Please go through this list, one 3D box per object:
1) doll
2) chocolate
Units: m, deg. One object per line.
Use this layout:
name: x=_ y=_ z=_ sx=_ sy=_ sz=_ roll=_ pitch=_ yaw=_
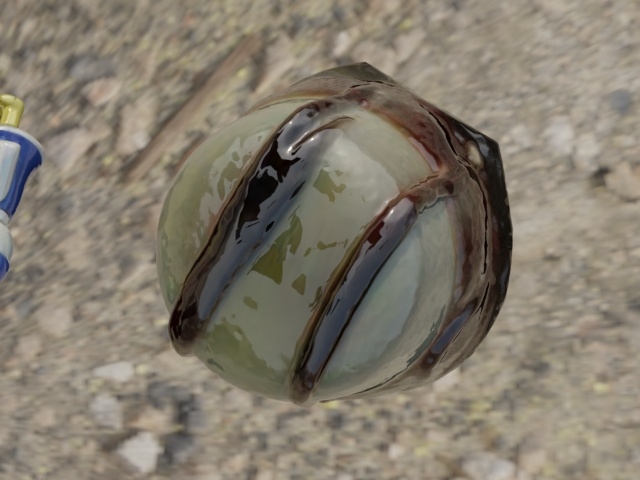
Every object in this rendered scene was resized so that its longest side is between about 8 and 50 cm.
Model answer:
doll: x=-0.212 y=-0.024 z=1.276 sx=0.058 sy=0.099 sz=0.143 roll=15 pitch=62 yaw=-13
chocolate: x=0.000 y=0.000 z=1.546 sx=0.284 sy=0.186 sz=0.283 roll=0 pitch=89 yaw=18
